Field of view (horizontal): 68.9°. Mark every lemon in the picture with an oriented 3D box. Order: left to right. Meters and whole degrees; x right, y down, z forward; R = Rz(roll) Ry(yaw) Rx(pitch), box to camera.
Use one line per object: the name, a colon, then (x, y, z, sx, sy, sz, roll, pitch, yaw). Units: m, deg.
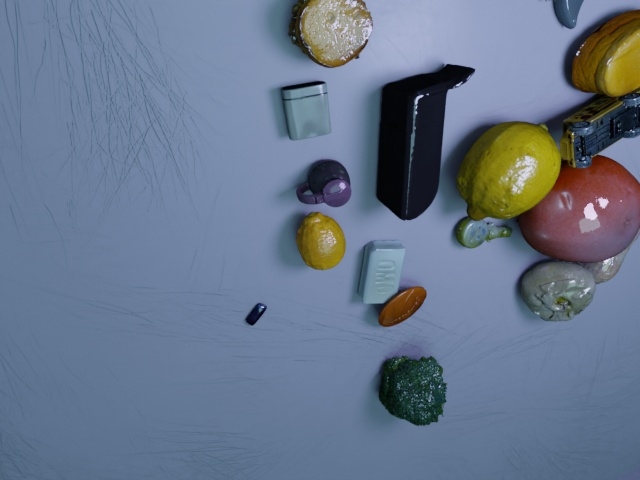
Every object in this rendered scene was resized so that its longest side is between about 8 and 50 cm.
lemon: (0.000, 0.000, 1.341, 0.142, 0.142, 0.186, -17, 115, -5)
lemon: (0.523, -0.192, 1.312, 0.245, 0.245, 0.319, 32, 101, -26)

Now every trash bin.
trash bin: (-0.035, -0.336, 1.205, 0.116, 0.059, 0.129, -12, 120, -7)

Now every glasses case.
glasses case: (-0.204, 0.236, 1.477, 0.034, 0.023, 0.083, 31, 106, -27)

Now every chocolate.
chocolate: (0.988, 0.021, 1.597, 0.134, 0.134, 0.309, 12, 114, -19)

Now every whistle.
whistle: (0.528, -0.029, 1.509, 0.199, 0.057, 0.104, -3, 112, -21)

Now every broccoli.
broccoli: (0.342, 0.528, 1.667, 0.246, 0.265, 0.294, -5, 132, -51)

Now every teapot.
teapot: (0.016, -0.150, 1.262, 0.149, 0.146, 0.115, 7, 115, -17)

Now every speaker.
speaker: (0.273, -0.264, 1.254, 0.184, 0.180, 0.387, -8, 118, -16)

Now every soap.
soap: (0.194, 0.100, 1.481, 0.119, 0.066, 0.197, -1, 117, -15)

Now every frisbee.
frisbee: (0.277, 0.228, 1.542, 0.192, 0.035, 0.192, -22, 142, -18)

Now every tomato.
tomato: (0.784, -0.085, 1.399, 0.342, 0.272, 0.341, -16, 128, -22)

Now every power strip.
power strip: (0.701, -0.677, 1.214, 0.254, 0.054, 0.167, -34, 117, 4)

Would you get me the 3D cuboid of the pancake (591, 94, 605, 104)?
pancake: (0.898, -0.387, 1.429, 0.200, 0.021, 0.199, -5, 118, -11)

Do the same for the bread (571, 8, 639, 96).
bread: (0.830, -0.510, 1.279, 0.270, 0.142, 0.195, -32, 128, 0)

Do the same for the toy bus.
toy bus: (0.792, -0.327, 1.311, 0.336, 0.123, 0.121, -30, 121, -16)

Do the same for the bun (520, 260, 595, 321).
bun: (0.815, 0.182, 1.605, 0.239, 0.141, 0.238, 10, 127, 13)

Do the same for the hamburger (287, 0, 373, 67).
hamburger: (0.016, -0.504, 1.098, 0.191, 0.118, 0.181, -20, 116, -7)
